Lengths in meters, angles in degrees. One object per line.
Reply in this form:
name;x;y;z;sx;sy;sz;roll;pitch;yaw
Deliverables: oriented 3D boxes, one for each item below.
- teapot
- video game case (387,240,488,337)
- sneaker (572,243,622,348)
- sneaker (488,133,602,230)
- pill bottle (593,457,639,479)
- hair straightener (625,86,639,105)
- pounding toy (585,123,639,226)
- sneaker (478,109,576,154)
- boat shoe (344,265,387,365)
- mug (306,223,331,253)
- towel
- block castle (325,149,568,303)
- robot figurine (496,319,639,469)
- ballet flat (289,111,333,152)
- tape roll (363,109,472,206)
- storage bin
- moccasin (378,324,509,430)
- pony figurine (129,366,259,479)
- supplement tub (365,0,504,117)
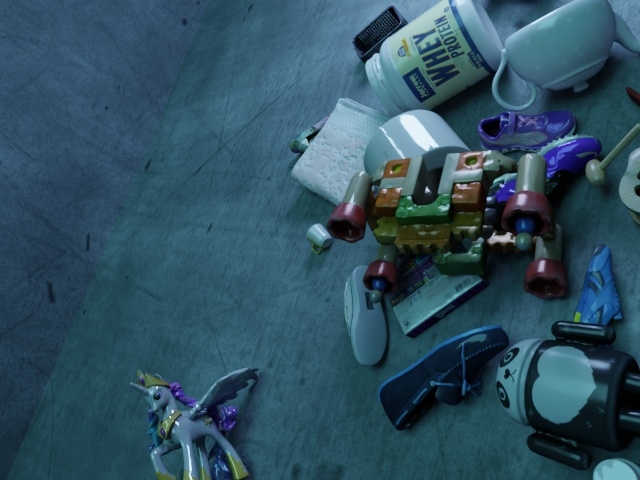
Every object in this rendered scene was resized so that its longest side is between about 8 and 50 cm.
teapot;0.561;-0.429;1.277;0.253;0.187;0.256;-28;7;-28
video game case;0.267;0.093;1.365;0.232;0.042;0.210;-41;45;19
sneaker;0.549;0.110;1.075;0.082;0.069;0.209;13;75;30
sneaker;0.495;-0.111;1.230;0.293;0.102;0.146;-32;52;33
pill bottle;0.498;0.398;0.897;0.078;0.137;0.078;-22;54;34
hair straightener;0.707;-0.284;1.107;0.089;0.047;0.230;-37;24;22
pounding toy;0.645;-0.124;1.041;0.270;0.155;0.154;-15;54;38
sneaker;0.481;-0.269;1.322;0.236;0.104;0.095;-4;63;41
boat shoe;0.104;0.199;1.431;0.088;0.096;0.267;130;139;-54
mug;0.002;-0.003;1.675;0.062;0.078;0.064;-33;48;-19
towel;0.091;-0.265;1.700;0.332;0.053;0.317;34;93;41
block castle;0.266;-0.001;1.167;0.453;0.303;0.212;-1;52;31
robot figurine;0.455;0.269;0.984;0.278;0.173;0.209;4;30;45
ballet flat;-0.013;-0.348;1.868;0.222;0.077;0.079;-31;52;22
tape roll;0.250;-0.179;1.388;0.246;0.246;0.169;-42;45;18
storage bin;0.206;-0.666;1.827;0.180;0.084;0.122;-35;47;24
moccasin;0.276;0.305;1.193;0.342;0.138;0.116;-46;46;35
pony figurine;-0.338;0.510;1.531;0.303;0.351;0.363;-40;64;25
supplement tub;0.312;-0.499;1.518;0.325;0.235;0.235;-28;50;30
